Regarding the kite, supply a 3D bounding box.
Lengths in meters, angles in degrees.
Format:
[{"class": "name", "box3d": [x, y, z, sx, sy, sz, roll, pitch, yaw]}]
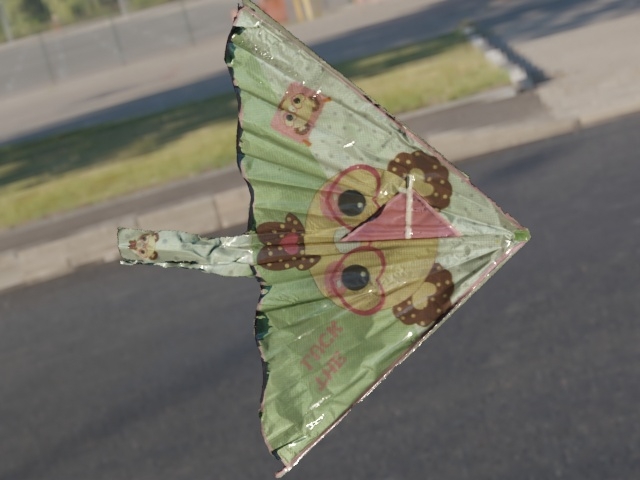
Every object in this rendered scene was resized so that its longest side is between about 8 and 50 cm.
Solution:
[{"class": "kite", "box3d": [0.000, 0.000, 0.988, 0.268, 0.322, 0.013, -4, 15, 8]}]
